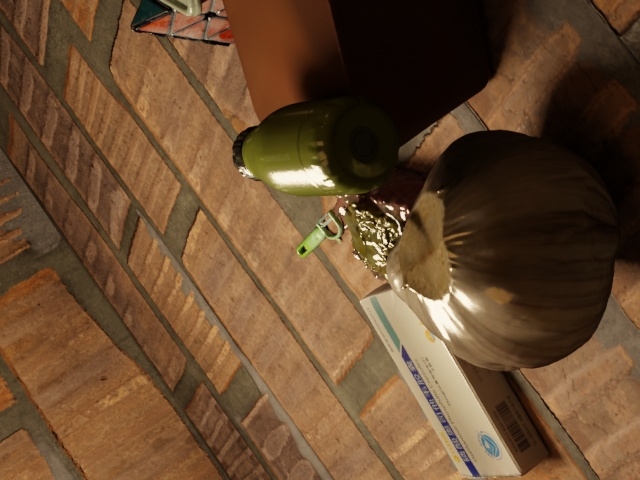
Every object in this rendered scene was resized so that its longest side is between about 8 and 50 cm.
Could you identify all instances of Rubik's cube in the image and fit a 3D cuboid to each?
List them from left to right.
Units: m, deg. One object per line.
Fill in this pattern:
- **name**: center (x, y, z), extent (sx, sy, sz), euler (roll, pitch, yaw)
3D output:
- **Rubik's cube**: center (-0.201, -0.415, 2.298), extent (0.190, 0.211, 0.178), euler (54, -162, -67)

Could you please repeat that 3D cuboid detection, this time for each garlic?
- **garlic**: center (0.233, 0.012, 1.734), extent (0.317, 0.259, 0.317), euler (-173, 90, -72)

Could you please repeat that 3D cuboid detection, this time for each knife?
- **knife**: center (0.001, -0.001, 2.454), extent (0.054, 0.015, 0.212), euler (50, 155, 1)

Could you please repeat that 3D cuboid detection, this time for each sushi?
- **sushi**: center (0.113, -0.016, 2.108), extent (0.241, 0.107, 0.161), euler (11, 132, 59)

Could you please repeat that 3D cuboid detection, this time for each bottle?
- **bottle**: center (-0.018, -0.107, 1.666), extent (0.260, 0.112, 0.112), euler (2, 120, 59)

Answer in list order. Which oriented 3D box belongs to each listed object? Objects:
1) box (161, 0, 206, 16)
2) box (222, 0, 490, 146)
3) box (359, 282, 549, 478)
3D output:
- **box**: center (-0.213, -0.478, 2.105), extent (0.294, 0.167, 0.193), euler (36, 147, 41)
- **box**: center (0.040, -0.293, 1.751), extent (0.239, 0.229, 0.339), euler (29, 143, 48)
- **box**: center (0.207, 0.213, 2.241), extent (0.343, 0.065, 0.200), euler (59, 156, -2)
